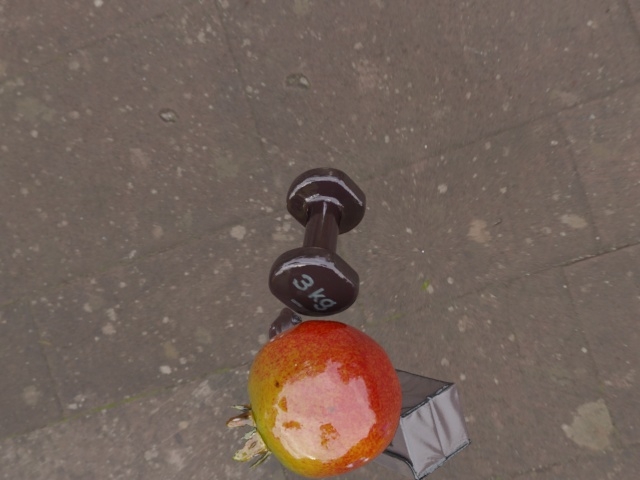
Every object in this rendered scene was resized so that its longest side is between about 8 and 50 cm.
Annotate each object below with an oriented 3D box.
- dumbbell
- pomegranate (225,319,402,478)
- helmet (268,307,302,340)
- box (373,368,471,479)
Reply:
[{"bbox_3d":[0.000,0.000,0.980,0.124,0.225,0.140,-26,128,31],"label":"dumbbell"},{"bbox_3d":[-0.013,0.230,0.870,0.256,0.221,0.221,-31,84,-2],"label":"pomegranate"},{"bbox_3d":[-0.078,0.217,1.386,0.123,0.070,0.098,51,138,19],"label":"helmet"},{"bbox_3d":[0.183,0.412,1.429,0.188,0.252,0.153,-21,102,-32],"label":"box"}]
